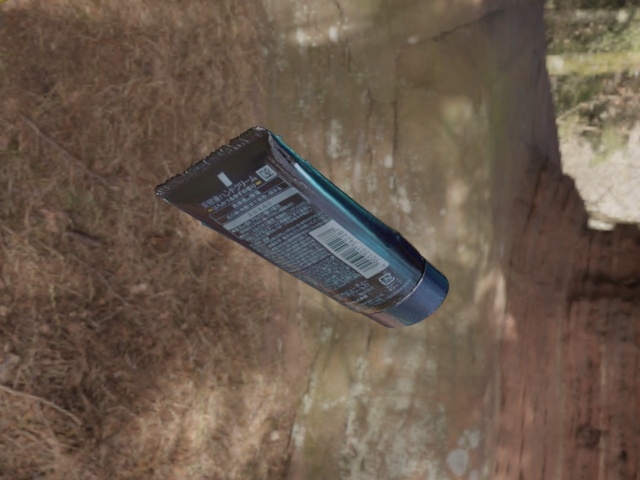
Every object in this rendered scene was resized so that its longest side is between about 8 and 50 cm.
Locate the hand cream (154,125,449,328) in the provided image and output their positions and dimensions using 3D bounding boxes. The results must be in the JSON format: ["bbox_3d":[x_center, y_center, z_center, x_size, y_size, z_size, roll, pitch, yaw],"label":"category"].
[{"bbox_3d":[0.000,0.000,0.678,0.270,0.120,0.061,32,46,-39],"label":"hand cream"}]

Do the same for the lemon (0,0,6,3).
[{"bbox_3d":[-0.219,-0.195,0.482,0.133,0.109,0.109,-17,111,-50],"label":"lemon"}]
